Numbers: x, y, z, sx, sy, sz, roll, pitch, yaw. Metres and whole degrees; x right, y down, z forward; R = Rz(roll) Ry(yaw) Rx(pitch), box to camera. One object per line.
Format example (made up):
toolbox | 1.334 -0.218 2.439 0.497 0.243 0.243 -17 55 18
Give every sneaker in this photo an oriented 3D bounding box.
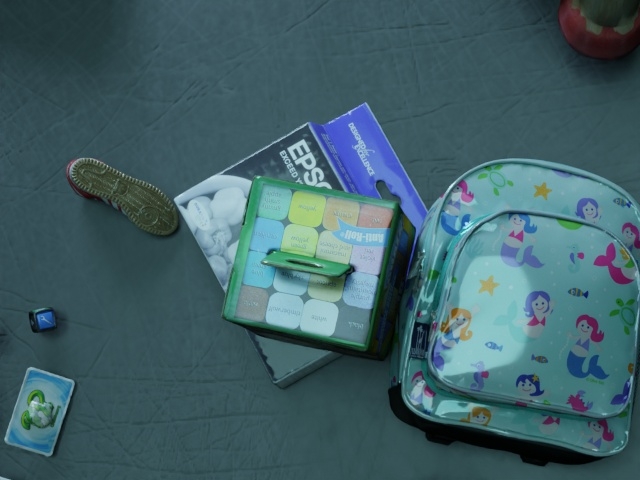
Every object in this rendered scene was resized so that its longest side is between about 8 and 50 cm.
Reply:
sneaker | -0.193 -0.045 1.731 0.118 0.067 0.042 32 84 -19

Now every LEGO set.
LEGO set | -0.337 0.165 1.695 0.182 0.060 0.244 20 82 -23

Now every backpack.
backpack | 0.183 0.054 1.587 0.225 0.191 0.254 13 74 -3

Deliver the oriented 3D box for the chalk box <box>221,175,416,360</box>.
chalk box | -0.001 0.023 1.553 0.132 0.213 0.132 12 84 9

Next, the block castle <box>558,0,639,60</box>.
block castle | 0.239 -0.416 1.639 0.303 0.213 0.453 -34 80 -2

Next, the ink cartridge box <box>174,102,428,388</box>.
ink cartridge box | 0.000 0.000 1.690 0.208 0.045 0.206 -30 79 1
